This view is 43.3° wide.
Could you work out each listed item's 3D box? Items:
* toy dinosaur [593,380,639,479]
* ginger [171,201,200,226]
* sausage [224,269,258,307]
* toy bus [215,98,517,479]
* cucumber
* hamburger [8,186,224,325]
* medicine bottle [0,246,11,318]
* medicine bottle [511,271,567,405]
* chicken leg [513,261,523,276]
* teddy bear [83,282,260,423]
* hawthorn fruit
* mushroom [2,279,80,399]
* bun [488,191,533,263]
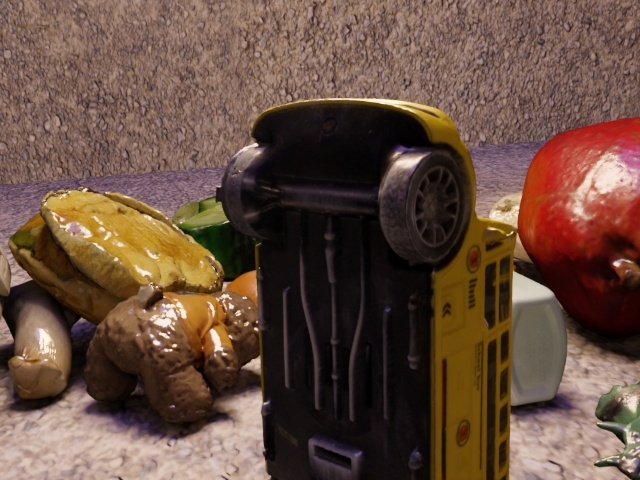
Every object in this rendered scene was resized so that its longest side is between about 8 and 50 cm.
[{"bbox_3d":[0.334,0.148,0.690,0.291,0.079,0.120,-8,15,-35],"label":"toy dinosaur"},{"bbox_3d":[-0.182,-0.028,1.622,0.289,0.089,0.137,8,-2,27],"label":"ginger"},{"bbox_3d":[0.008,0.070,1.078,0.274,0.105,0.105,-9,14,-24],"label":"sausage"},{"bbox_3d":[0.043,0.078,0.502,0.144,0.330,0.152,8,14,42],"label":"toy bus"},{"bbox_3d":[-0.154,-0.003,1.421,0.191,0.130,0.191,-10,15,3],"label":"cucumber"},{"bbox_3d":[-0.256,0.038,1.046,0.265,0.134,0.285,41,15,26],"label":"hamburger"},{"bbox_3d":[-0.492,0.095,0.921,0.282,0.123,0.375,-31,20,-9],"label":"medicine bottle"},{"bbox_3d":[0.182,0.087,0.895,0.083,0.121,0.229,-8,12,-13],"label":"medicine bottle"},{"bbox_3d":[0.217,0.046,1.179,0.207,0.101,0.085,13,4,-38],"label":"chicken leg"},{"bbox_3d":[-0.143,0.110,0.886,0.177,0.140,0.190,4,6,42],"label":"teddy bear"},{"bbox_3d":[0.375,-0.009,0.975,0.265,0.265,0.307,-1,18,13],"label":"hawthorn fruit"},{"bbox_3d":[-0.349,0.110,0.995,0.099,0.096,0.278,33,-2,-26],"label":"mushroom"},{"bbox_3d":[0.368,-0.019,1.265,0.209,0.116,0.237,16,8,35],"label":"bun"}]
